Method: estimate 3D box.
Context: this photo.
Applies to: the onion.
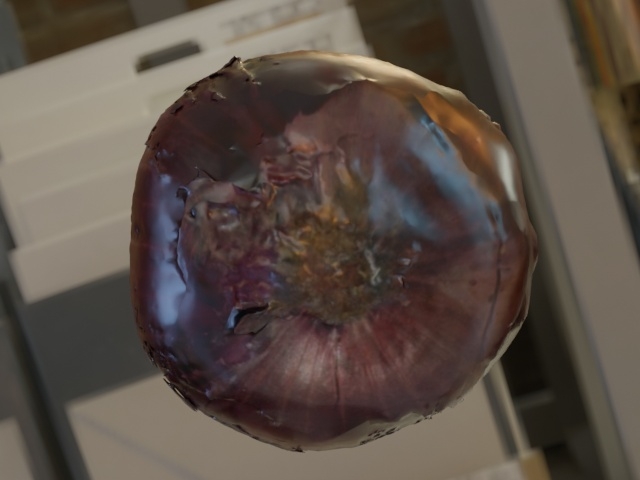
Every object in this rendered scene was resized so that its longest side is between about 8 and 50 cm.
[{"bbox_3d":[0.000,0.000,1.153,0.252,0.252,0.219,-19,18,-3],"label":"onion"}]
